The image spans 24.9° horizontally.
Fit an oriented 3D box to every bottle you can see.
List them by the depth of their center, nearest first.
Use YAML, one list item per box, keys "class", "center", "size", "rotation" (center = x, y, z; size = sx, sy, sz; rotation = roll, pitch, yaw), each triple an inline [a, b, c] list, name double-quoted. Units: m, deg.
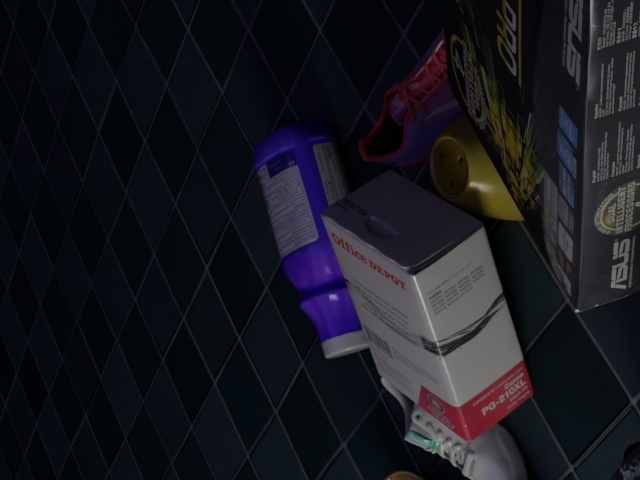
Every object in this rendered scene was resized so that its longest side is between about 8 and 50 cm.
- class: "bottle"
  center: [0.000, 0.000, 1.766]
  size: [0.118, 0.092, 0.283]
  rotation: [-32, 72, 58]

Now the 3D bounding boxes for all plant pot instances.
- class: "plant pot"
  center: [0.167, -0.080, 1.466]
  size: [0.134, 0.095, 0.134]
  rotation: [24, 118, 55]

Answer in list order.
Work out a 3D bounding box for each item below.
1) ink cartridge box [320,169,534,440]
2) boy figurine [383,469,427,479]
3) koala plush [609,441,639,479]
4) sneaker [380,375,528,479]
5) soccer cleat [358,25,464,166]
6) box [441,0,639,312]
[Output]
- class: "ink cartridge box"
  center: [0.112, 0.066, 1.514]
  size: [0.172, 0.100, 0.237]
  rotation: [34, 152, 50]
- class: "boy figurine"
  center: [0.128, 0.369, 1.619]
  size: [0.092, 0.177, 0.285]
  rotation: [52, -163, -33]
- class: "koala plush"
  center: [0.316, 0.242, 1.237]
  size: [0.221, 0.196, 0.203]
  rotation: [-27, 85, 54]
- class: "sneaker"
  center: [0.141, 0.217, 1.598]
  size: [0.212, 0.094, 0.080]
  rotation: [52, 138, 37]
- class: "soccer cleat"
  center: [0.121, -0.164, 1.516]
  size: [0.083, 0.095, 0.248]
  rotation: [62, 145, 26]
- class: "box"
  center: [0.193, -0.181, 1.218]
  size: [0.395, 0.097, 0.318]
  rotation: [80, 167, -50]
